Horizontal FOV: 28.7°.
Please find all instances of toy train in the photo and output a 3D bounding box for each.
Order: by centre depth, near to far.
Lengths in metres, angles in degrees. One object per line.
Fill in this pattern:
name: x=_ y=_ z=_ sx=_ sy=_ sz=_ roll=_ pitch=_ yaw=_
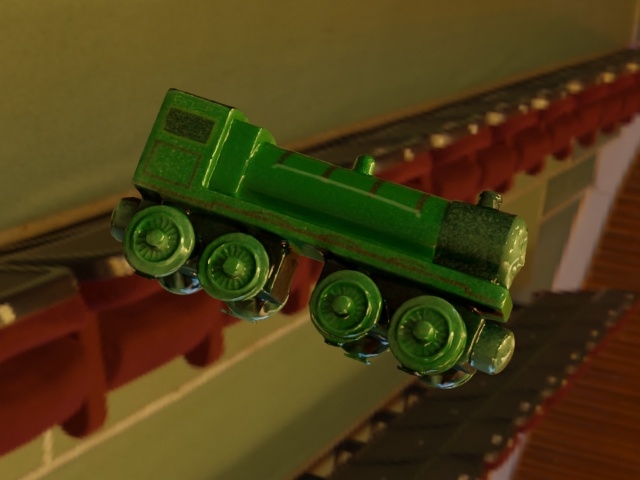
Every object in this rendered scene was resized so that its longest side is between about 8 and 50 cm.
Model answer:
toy train: x=0.000 y=0.000 z=0.726 sx=0.085 sy=0.251 sz=0.119 roll=50 pitch=59 yaw=-73
